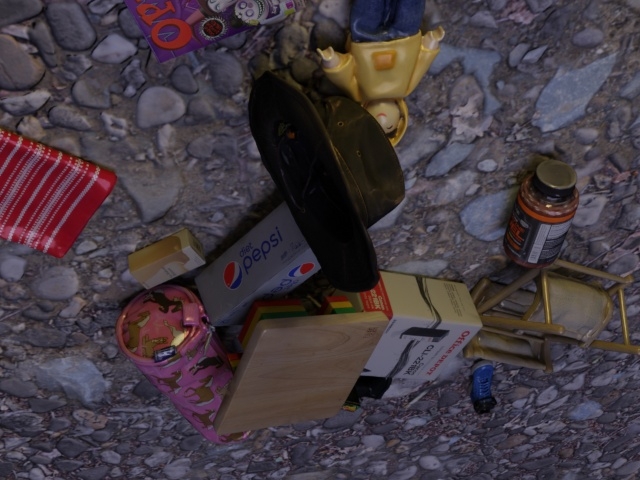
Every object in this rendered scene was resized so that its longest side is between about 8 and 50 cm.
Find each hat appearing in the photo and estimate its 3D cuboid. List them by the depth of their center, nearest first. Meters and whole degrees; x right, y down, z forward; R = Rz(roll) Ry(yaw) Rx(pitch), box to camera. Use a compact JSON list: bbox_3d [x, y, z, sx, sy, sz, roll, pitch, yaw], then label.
[{"bbox_3d":[0.030,-0.097,1.182,0.134,0.331,0.331,-26,144,-19],"label":"hat"}]

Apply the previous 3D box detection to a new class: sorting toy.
[{"bbox_3d":[-0.048,0.208,1.492,0.257,0.089,0.255,-1,130,-35],"label":"sorting toy"}]

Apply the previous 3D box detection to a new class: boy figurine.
[{"bbox_3d":[0.080,-0.247,1.175,0.177,0.092,0.285,-8,137,-14],"label":"boy figurine"}]

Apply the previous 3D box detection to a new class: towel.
[{"bbox_3d":[-0.459,-0.073,1.241,0.275,0.031,0.199,21,127,-36],"label":"towel"}]

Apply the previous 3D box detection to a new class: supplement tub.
[{"bbox_3d":[0.391,-0.048,1.503,0.106,0.106,0.198,-8,139,-10],"label":"supplement tub"}]

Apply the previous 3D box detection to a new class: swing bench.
[{"bbox_3d":[0.455,0.155,1.709,0.253,0.165,0.254,15,155,-33],"label":"swing bench"}]

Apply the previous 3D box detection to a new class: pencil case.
[{"bbox_3d":[-0.229,0.241,1.593,0.160,0.167,0.386,-44,144,-15],"label":"pencil case"}]

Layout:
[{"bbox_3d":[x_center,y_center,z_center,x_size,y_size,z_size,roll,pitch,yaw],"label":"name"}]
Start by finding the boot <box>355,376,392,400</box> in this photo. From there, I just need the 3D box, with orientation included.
[{"bbox_3d":[0.097,0.315,1.880,0.099,0.045,0.121,3,138,-17],"label":"boot"}]

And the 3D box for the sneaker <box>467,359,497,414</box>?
[{"bbox_3d":[0.381,0.346,1.979,0.058,0.085,0.152,-7,140,-11],"label":"sneaker"}]

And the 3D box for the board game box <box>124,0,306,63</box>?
[{"bbox_3d":[-0.163,-0.375,0.975,0.208,0.056,0.347,-17,141,7],"label":"board game box"}]

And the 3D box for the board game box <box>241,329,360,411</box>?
[{"bbox_3d":[-0.037,0.255,1.690,0.259,0.136,0.030,21,132,-36],"label":"board game box"}]

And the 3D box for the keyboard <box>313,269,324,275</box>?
[{"bbox_3d":[0.000,0.000,1.490,0.108,0.023,0.180,-10,140,-8],"label":"keyboard"}]

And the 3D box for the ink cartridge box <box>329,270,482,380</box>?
[{"bbox_3d":[0.145,0.169,1.665,0.272,0.114,0.197,8,135,-27],"label":"ink cartridge box"}]

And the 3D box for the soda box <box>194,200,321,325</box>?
[{"bbox_3d":[-0.080,0.033,1.410,0.286,0.098,0.091,-39,153,32],"label":"soda box"}]

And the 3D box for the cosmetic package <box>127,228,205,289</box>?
[{"bbox_3d":[-0.256,0.032,1.424,0.115,0.041,0.060,-25,140,10],"label":"cosmetic package"}]
